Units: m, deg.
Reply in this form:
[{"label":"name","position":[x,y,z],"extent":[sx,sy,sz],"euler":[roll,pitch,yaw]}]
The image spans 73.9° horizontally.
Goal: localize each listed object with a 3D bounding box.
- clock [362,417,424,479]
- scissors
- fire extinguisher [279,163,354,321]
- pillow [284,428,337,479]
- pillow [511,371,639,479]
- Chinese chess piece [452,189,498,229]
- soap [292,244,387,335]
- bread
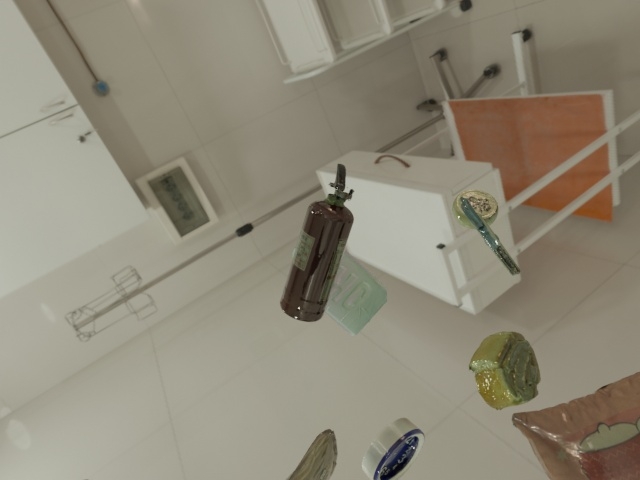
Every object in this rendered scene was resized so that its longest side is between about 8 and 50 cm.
[{"label":"clock","position":[0.243,0.707,1.421],"extent":[0.083,0.230,0.230],"euler":[31,150,44]},{"label":"scissors","position":[0.511,-0.009,1.285],"extent":[0.289,0.041,0.138],"euler":[50,-159,-5]},{"label":"fire extinguisher","position":[0.000,0.000,0.639],"extent":[0.099,0.071,0.230],"euler":[-109,34,-72]},{"label":"pillow","position":[-0.047,0.387,0.615],"extent":[0.038,0.233,0.130],"euler":[20,134,36]},{"label":"pillow","position":[0.390,0.276,0.509],"extent":[0.223,0.236,0.084],"euler":[66,-173,28]},{"label":"Chinese chess piece","position":[0.506,-0.103,1.394],"extent":[0.144,0.144,0.058],"euler":[47,157,33]},{"label":"soap","position":[0.048,0.137,1.462],"extent":[0.347,0.208,0.115],"euler":[43,177,-11]},{"label":"bread","position":[0.567,0.377,1.295],"extent":[0.186,0.257,0.124],"euler":[49,137,-5]}]
